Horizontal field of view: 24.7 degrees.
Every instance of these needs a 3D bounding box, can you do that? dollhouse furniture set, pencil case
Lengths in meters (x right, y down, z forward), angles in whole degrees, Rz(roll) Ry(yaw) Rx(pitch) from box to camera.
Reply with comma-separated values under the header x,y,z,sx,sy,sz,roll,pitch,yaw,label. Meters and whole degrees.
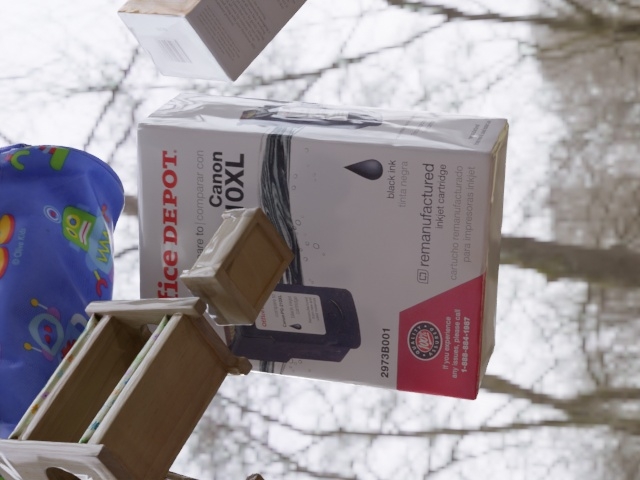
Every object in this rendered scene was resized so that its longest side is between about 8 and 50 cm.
x,y,z,sx,sy,sz,roll,pitch,yaw,label
-0.073,0.103,0.853,0.161,0.101,0.182,56,-131,-31,dollhouse furniture set
-0.203,0.070,0.969,0.133,0.119,0.306,60,-156,-49,pencil case

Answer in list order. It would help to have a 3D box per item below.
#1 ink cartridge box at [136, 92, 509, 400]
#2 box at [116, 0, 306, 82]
x,y,z,sx,sy,sz,roll,pitch,yaw,label
0.000,0.000,0.986,0.100,0.237,0.172,-52,-35,-67,ink cartridge box
-0.098,-0.254,1.491,0.170,0.130,0.091,-51,-54,-22,box
